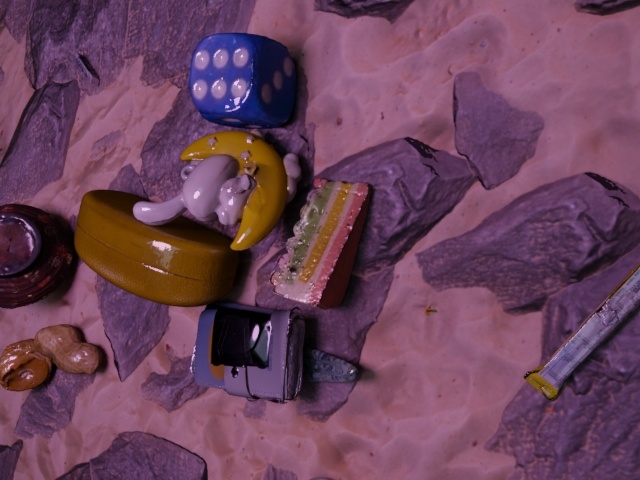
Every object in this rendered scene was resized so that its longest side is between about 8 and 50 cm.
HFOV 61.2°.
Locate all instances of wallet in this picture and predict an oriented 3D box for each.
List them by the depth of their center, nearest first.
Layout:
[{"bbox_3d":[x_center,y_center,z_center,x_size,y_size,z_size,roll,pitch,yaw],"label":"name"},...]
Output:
[{"bbox_3d":[-0.133,0.192,0.950,0.231,0.069,0.170,1,80,38],"label":"wallet"}]

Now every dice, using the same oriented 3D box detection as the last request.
[{"bbox_3d":[-0.134,-0.275,0.951,0.143,0.146,0.146,5,94,27],"label":"dice"}]

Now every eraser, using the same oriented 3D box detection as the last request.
[{"bbox_3d":[-0.543,-0.397,1.256,0.019,0.027,0.099,-43,69,13],"label":"eraser"}]

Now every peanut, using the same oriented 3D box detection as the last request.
[{"bbox_3d":[-0.562,0.242,1.210,0.193,0.089,0.089,24,100,24],"label":"peanut"}]

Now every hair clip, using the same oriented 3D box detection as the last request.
[{"bbox_3d":[-0.024,0.215,0.921,0.229,0.036,0.066,-6,79,41],"label":"hair clip"}]

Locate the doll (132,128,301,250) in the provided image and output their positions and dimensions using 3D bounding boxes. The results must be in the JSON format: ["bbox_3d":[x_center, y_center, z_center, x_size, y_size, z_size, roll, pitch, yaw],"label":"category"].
[{"bbox_3d":[-0.164,-0.093,0.943,0.237,0.111,0.252,27,71,14],"label":"doll"}]

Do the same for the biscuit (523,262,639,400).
[{"bbox_3d":[0.380,0.095,0.704,0.048,0.026,0.292,43,109,20],"label":"biscuit"}]

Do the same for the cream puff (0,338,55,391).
[{"bbox_3d":[-0.690,0.286,1.265,0.133,0.119,0.104,-49,44,-10],"label":"cream puff"}]

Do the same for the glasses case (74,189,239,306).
[{"bbox_3d":[-0.334,0.017,1.033,0.371,0.173,0.141,22,103,29],"label":"glasses case"}]

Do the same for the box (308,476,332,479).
[{"bbox_3d":[0.059,0.493,0.785,0.294,0.193,0.167,6,99,29],"label":"box"}]

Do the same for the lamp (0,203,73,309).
[{"bbox_3d":[-0.687,0.036,1.216,0.247,0.247,0.247,-1,87,30],"label":"lamp"}]

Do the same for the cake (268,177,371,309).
[{"bbox_3d":[0.009,0.008,0.914,0.109,0.090,0.225,15,77,32],"label":"cake"}]
